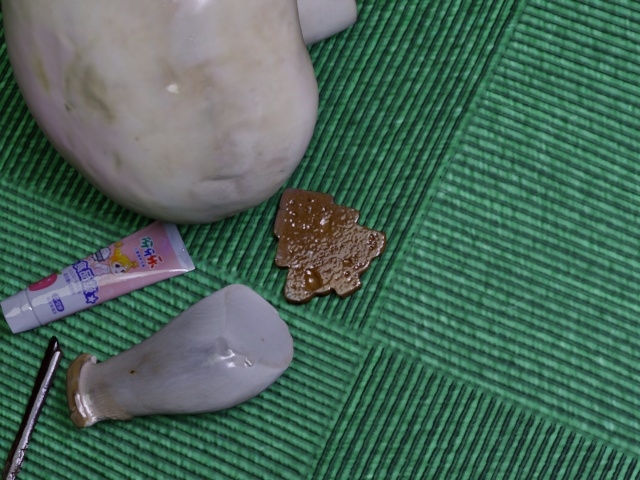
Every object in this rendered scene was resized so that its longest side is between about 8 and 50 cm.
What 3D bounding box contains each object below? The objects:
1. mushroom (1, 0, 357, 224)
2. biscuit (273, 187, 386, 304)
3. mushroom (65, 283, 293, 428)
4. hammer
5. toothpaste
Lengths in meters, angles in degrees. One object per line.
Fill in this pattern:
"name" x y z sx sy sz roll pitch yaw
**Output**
"mushroom" -0.126 -0.197 1.489 0.353 0.325 0.353 0 83 1
"biscuit" 0.000 0.000 1.577 0.119 0.019 0.130 -30 73 1
"mushroom" -0.140 0.130 1.538 0.225 0.093 0.116 -28 57 11
"hammer" -0.290 0.183 1.582 0.065 0.021 0.178 15 76 13
"toothpaste" -0.229 0.041 1.599 0.195 0.043 0.067 -25 71 -3
